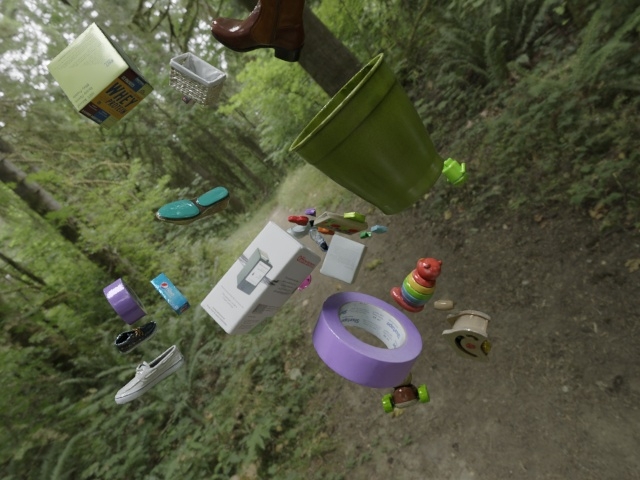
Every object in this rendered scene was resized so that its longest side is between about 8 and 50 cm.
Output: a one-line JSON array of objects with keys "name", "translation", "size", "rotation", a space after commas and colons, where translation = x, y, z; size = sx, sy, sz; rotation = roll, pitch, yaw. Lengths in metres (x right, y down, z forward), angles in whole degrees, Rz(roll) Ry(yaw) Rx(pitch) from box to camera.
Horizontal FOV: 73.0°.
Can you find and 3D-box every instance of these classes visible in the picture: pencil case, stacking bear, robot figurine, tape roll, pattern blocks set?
[{"name": "pencil case", "translation": [-0.091, 0.202, 2.199], "size": [0.209, 0.095, 0.098], "rotation": [67, -155, -85]}, {"name": "stacking bear", "translation": [0.485, 0.199, 2.088], "size": [0.164, 0.175, 0.289], "rotation": [-115, 32, -41]}, {"name": "robot figurine", "translation": [0.515, -0.258, 1.658], "size": [0.067, 0.115, 0.101], "rotation": [-44, 3, -26]}, {"name": "tape roll", "translation": [0.120, 0.250, 1.129], "size": [0.275, 0.274, 0.090], "rotation": [-73, 4, -66]}, {"name": "pattern blocks set", "translation": [0.072, -0.064, 1.635], "size": [0.285, 0.324, 0.026], "rotation": [-14, 64, 54]}, {"name": "tape roll", "translation": [-0.811, 0.255, 1.804], "size": [0.080, 0.189, 0.189], "rotation": [-37, 9, -17]}]

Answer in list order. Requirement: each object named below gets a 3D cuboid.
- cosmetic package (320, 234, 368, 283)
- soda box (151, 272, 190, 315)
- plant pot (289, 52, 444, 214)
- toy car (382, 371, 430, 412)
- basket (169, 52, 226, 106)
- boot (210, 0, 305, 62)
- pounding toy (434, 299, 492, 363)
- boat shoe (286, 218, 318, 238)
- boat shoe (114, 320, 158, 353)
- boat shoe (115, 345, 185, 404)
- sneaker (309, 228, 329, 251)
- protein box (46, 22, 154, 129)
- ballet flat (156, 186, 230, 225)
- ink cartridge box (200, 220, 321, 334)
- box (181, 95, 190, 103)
[{"name": "cosmetic package", "translation": [0.109, 0.086, 1.950], "size": [0.151, 0.151, 0.184], "rotation": [18, -87, -78]}, {"name": "soda box", "translation": [-0.710, 0.255, 2.050], "size": [0.071, 0.210, 0.067], "rotation": [-39, -24, -23]}, {"name": "plant pot", "translation": [0.160, -0.273, 1.266], "size": [0.366, 0.353, 0.366], "rotation": [-43, 17, 16]}, {"name": "toy car", "translation": [0.276, 0.479, 1.503], "size": [0.155, 0.189, 0.149], "rotation": [-19, -17, 9]}, {"name": "basket", "translation": [-0.438, -0.569, 1.533], "size": [0.113, 0.167, 0.103], "rotation": [-56, -3, -47]}, {"name": "boot", "translation": [-0.156, -0.593, 1.074], "size": [0.280, 0.264, 0.096], "rotation": [106, -174, -65]}, {"name": "pounding toy", "translation": [0.506, 0.277, 1.444], "size": [0.154, 0.269, 0.155], "rotation": [-9, 43, 43]}, {"name": "boat shoe", "translation": [-0.082, -0.069, 2.189], "size": [0.227, 0.079, 0.081], "rotation": [-15, -46, -52]}, {"name": "boat shoe", "translation": [-0.774, 0.397, 1.827], "size": [0.183, 0.065, 0.083], "rotation": [-42, -28, -28]}, {"name": "boat shoe", "translation": [-0.629, 0.485, 1.581], "size": [0.267, 0.088, 0.096], "rotation": [-31, 16, -26]}, {"name": "sneaker", "translation": [0.000, 0.000, 2.012], "size": [0.052, 0.135, 0.058], "rotation": [-43, 19, -5]}, {"name": "protein box", "translation": [-0.666, -0.494, 1.317], "size": [0.199, 0.201, 0.136], "rotation": [-40, -13, 2]}, {"name": "ballet flat", "translation": [-0.542, -0.127, 1.878], "size": [0.348, 0.123, 0.123], "rotation": [-30, -1, -39]}, {"name": "ink cartridge box", "translation": [-0.143, 0.103, 1.118], "size": [0.273, 0.114, 0.198], "rotation": [-50, -17, 0]}, {"name": "box", "translation": [-0.598, -0.765, 2.155], "size": [0.207, 0.036, 0.114], "rotation": [-44, 9, 12]}]
